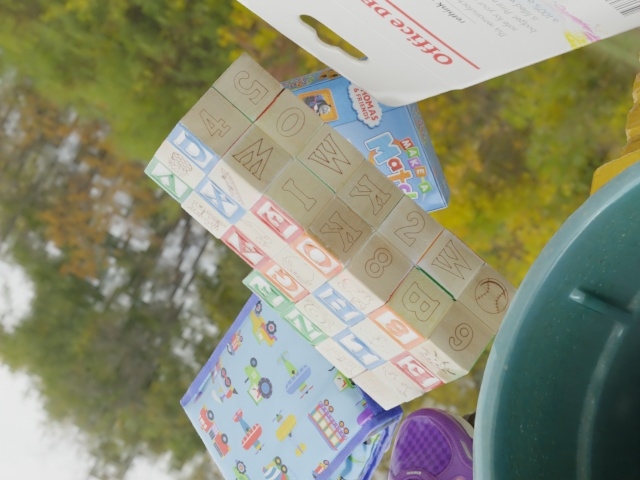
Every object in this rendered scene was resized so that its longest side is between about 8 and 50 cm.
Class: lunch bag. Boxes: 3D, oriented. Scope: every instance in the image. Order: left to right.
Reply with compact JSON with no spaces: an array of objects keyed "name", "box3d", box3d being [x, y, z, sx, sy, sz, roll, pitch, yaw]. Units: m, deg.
[{"name":"lunch bag","box3d":[-0.025,0.182,1.665,0.138,0.293,0.221,-19,-118,-33]}]

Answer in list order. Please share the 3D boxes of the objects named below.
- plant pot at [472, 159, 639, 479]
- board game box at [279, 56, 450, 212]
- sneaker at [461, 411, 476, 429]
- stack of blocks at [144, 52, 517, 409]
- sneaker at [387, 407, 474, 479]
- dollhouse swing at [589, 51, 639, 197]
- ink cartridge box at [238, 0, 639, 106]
[{"name":"plant pot","box3d":[0.322,0.135,0.833,0.334,0.341,0.341,19,-168,-47]},{"name":"board game box","box3d":[0.000,-0.080,1.383,0.039,0.212,0.160,-67,-42,-59]},{"name":"sneaker","box3d":[0.323,0.294,1.298,0.448,0.257,0.169,0,-161,17]},{"name":"stack of blocks","box3d":[0.000,0.000,1.184,0.297,0.087,0.171,41,155,-5]},{"name":"sneaker","box3d":[0.074,0.246,1.131,0.095,0.236,0.104,-5,161,38]},{"name":"dollhouse swing","box3d":[0.249,-0.210,0.980,0.305,0.346,0.315,32,148,-26]},{"name":"ink cartridge box","box3d":[0.114,-0.226,1.012,0.207,0.119,0.353,32,151,-32]}]
